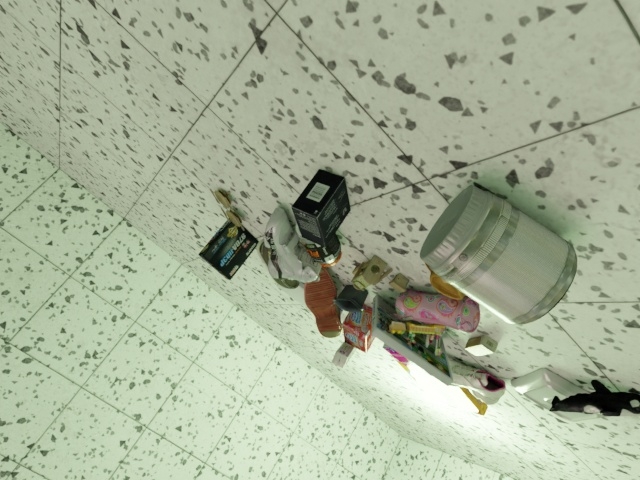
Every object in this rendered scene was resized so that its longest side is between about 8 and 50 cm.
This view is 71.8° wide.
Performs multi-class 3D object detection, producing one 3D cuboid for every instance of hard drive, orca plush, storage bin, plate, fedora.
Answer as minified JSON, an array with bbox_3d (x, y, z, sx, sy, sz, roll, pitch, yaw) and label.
[{"bbox_3d":[-0.058,0.285,2.201,0.318,0.040,0.210,36,155,-5],"label":"hard drive"},{"bbox_3d":[0.876,0.494,1.402,0.151,0.102,0.287,7,162,-28],"label":"orca plush"},{"bbox_3d":[0.136,0.237,1.816,0.098,0.091,0.135,44,154,-21],"label":"storage bin"},{"bbox_3d":[0.865,0.575,1.598,0.277,0.045,0.278,28,155,10],"label":"plate"},{"bbox_3d":[0.384,0.114,1.299,0.194,0.079,0.194,27,155,14],"label":"fedora"}]

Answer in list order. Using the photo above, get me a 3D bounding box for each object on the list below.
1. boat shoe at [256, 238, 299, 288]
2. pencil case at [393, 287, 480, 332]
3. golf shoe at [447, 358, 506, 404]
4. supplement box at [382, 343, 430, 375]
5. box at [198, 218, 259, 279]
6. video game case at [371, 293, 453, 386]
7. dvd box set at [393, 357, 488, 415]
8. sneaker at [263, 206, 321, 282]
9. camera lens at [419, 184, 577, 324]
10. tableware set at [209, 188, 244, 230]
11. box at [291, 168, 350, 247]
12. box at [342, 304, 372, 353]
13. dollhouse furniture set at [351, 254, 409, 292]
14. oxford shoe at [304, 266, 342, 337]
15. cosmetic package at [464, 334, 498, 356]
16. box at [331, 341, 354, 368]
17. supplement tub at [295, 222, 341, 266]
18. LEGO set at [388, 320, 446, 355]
[{"bbox_3d":[-0.171,0.117,1.951,0.091,0.109,0.305,15,146,45],"label":"boat shoe"},{"bbox_3d":[0.381,0.232,1.473,0.284,0.124,0.124,1,140,49],"label":"pencil case"},{"bbox_3d":[0.612,0.555,1.818,0.306,0.115,0.140,23,144,8],"label":"golf shoe"},{"bbox_3d":[0.397,0.480,1.918,0.220,0.114,0.111,39,154,-16],"label":"supplement box"},{"bbox_3d":[-0.400,0.036,1.946,0.175,0.220,0.051,47,157,-26],"label":"box"},{"bbox_3d":[0.331,0.357,1.637,0.329,0.036,0.300,35,-162,-3],"label":"video game case"},{"bbox_3d":[0.576,0.678,2.119,0.307,0.062,0.420,2,141,49],"label":"dvd box set"},{"bbox_3d":[-0.091,0.030,1.675,0.210,0.137,0.366,14,139,10],"label":"sneaker"},{"bbox_3d":[0.390,0.035,0.977,0.274,0.219,0.219,33,156,0],"label":"camera lens"},{"bbox_3d":[-0.371,-0.137,1.818,0.128,0.039,0.194,28,152,41],"label":"tableware set"},{"bbox_3d":[0.006,-0.093,1.291,0.093,0.156,0.158,23,154,24],"label":"box"},{"bbox_3d":[0.184,0.396,2.001,0.122,0.128,0.257,25,155,20],"label":"box"},{"bbox_3d":[0.198,0.159,1.581,0.161,0.101,0.182,36,156,-4],"label":"dollhouse furniture set"},{"bbox_3d":[0.008,0.245,1.935,0.140,0.146,0.397,-7,124,4],"label":"oxford shoe"},{"bbox_3d":[0.579,0.381,1.594,0.060,0.041,0.115,33,155,2],"label":"cosmetic package"},{"bbox_3d":[0.136,0.518,2.137,0.063,0.067,0.324,23,-166,15],"label":"box"},{"bbox_3d":[0.000,0.000,1.516,0.117,0.117,0.190,14,149,36],"label":"supplement tub"},{"bbox_3d":[0.363,0.346,1.558,0.132,0.107,0.287,2,175,44],"label":"LEGO set"}]
